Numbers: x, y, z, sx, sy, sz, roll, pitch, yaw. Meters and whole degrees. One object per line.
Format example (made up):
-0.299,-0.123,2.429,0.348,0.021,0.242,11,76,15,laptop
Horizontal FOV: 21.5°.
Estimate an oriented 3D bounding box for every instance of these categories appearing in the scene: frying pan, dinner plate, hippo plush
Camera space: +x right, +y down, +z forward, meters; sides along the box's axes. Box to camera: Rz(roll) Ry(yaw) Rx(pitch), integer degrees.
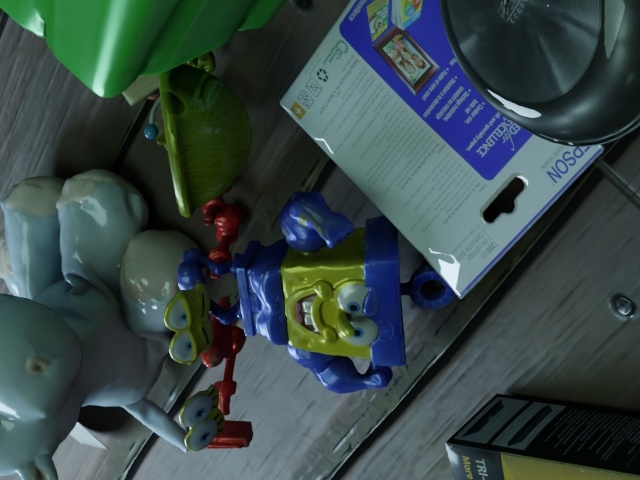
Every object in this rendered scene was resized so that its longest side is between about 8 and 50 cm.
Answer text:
0.115,-0.211,1.031,0.197,0.053,0.326,-26,84,53,frying pan
-0.271,0.170,1.696,0.141,0.017,0.141,37,170,8,dinner plate
-0.261,0.092,1.516,0.234,0.236,0.294,33,135,22,hippo plush

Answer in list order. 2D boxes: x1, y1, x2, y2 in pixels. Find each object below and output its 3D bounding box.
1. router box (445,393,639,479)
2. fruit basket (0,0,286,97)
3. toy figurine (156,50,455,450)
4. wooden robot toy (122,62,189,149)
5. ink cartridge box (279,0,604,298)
0.247,0.279,1.296,0.243,0.081,0.308,3,119,41,router box
-0.123,-0.335,1.052,0.392,0.283,0.392,24,129,34,fruit basket
0.000,0.000,1.328,0.217,0.191,0.362,2,123,9,toy figurine
-0.136,-0.157,1.378,0.079,0.076,0.173,-33,94,14,wooden robot toy
0.089,-0.090,1.212,0.208,0.045,0.206,48,139,8,ink cartridge box
